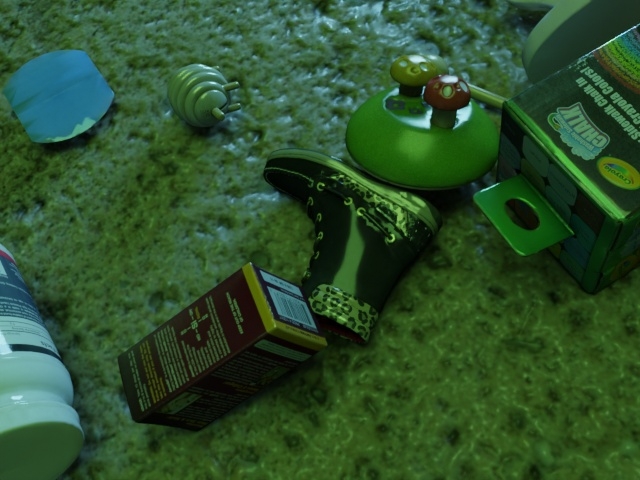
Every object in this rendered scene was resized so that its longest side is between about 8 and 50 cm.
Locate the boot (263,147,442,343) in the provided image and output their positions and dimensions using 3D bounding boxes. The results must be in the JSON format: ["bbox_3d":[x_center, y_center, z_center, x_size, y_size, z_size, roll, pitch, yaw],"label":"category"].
[{"bbox_3d":[0.000,0.000,0.828,0.236,0.085,0.178,23,72,23],"label":"boot"}]

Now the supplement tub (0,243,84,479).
[{"bbox_3d":[-0.388,0.138,0.768,0.191,0.191,0.272,-34,61,-7],"label":"supplement tub"}]

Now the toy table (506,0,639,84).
[{"bbox_3d":[0.354,-0.320,0.850,0.274,0.252,0.161,-23,63,24],"label":"toy table"}]

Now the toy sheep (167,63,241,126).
[{"bbox_3d":[-0.160,-0.195,0.963,0.091,0.091,0.132,-39,43,-10],"label":"toy sheep"}]

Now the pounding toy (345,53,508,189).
[{"bbox_3d":[0.137,-0.168,0.832,0.183,0.110,0.237,26,47,24],"label":"pounding toy"}]

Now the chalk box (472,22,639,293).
[{"bbox_3d":[0.305,-0.078,0.755,0.289,0.179,0.180,-30,62,-4],"label":"chalk box"}]

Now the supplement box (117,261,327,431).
[{"bbox_3d":[-0.103,0.116,0.740,0.188,0.104,0.081,-35,58,16],"label":"supplement box"}]

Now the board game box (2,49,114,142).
[{"bbox_3d":[-0.379,-0.206,1.043,0.133,0.033,0.169,-32,66,-13],"label":"board game box"}]
